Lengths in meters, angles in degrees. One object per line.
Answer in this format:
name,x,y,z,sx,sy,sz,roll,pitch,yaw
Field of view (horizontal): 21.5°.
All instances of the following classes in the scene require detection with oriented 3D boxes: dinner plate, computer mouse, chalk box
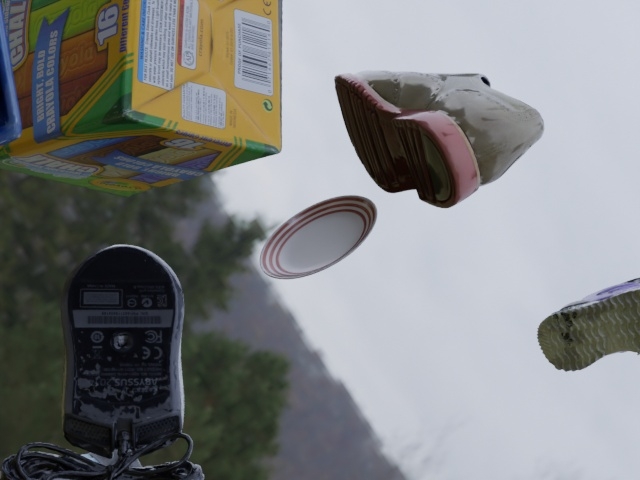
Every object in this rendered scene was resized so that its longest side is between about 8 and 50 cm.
dinner plate,0.000,0.000,1.822,0.017,0.141,0.141,61,-9,-27
computer mouse,-0.198,0.134,1.610,0.072,0.188,0.272,100,-7,-60
chalk box,-0.194,-0.150,1.537,0.289,0.179,0.180,-13,-109,43

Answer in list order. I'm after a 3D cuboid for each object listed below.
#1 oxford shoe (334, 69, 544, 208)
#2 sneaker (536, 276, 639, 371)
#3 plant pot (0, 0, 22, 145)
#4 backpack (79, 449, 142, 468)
oxford shoe,0.117,-0.120,1.755,0.348,0.130,0.123,39,-30,62
sneaker,0.427,0.091,2.189,0.293,0.146,0.102,-10,-78,50
plant pot,-0.358,-0.159,1.248,0.212,0.236,0.236,19,58,-71
backpack,-0.362,0.387,1.820,0.355,0.290,0.273,7,35,-41
